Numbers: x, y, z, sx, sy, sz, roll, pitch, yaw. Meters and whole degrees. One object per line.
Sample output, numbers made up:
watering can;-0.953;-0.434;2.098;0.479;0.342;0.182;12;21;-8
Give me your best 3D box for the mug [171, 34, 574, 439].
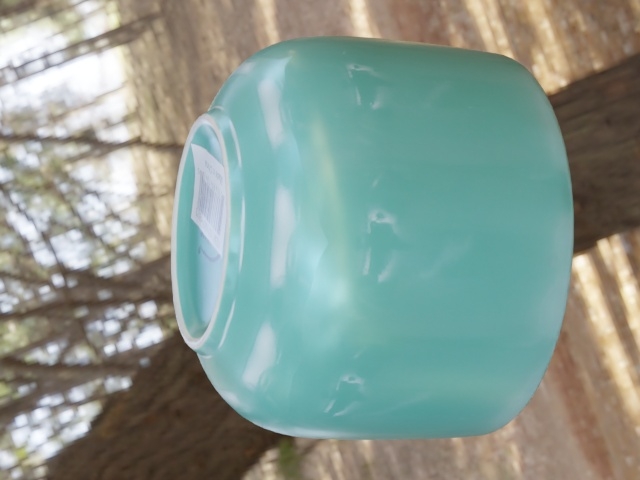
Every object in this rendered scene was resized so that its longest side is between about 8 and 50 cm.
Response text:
mug;0.002;0.006;0.426;0.158;0.097;0.129;123;144;-54
